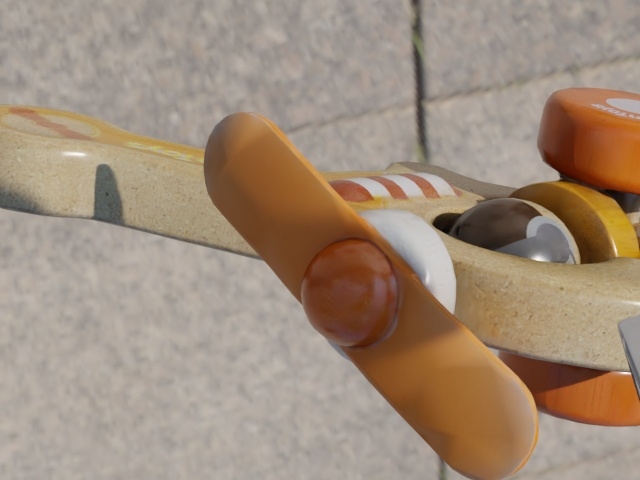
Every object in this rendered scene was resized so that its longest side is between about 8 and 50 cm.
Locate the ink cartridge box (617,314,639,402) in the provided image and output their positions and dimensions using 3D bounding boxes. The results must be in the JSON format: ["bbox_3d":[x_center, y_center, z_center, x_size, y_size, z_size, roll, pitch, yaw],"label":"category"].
[{"bbox_3d":[0.143,0.048,0.422,0.122,0.052,0.089,-17,104,8],"label":"ink cartridge box"}]

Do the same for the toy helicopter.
[{"bbox_3d":[0.000,0.000,0.772,0.355,0.235,0.140,13,107,11],"label":"toy helicopter"}]
